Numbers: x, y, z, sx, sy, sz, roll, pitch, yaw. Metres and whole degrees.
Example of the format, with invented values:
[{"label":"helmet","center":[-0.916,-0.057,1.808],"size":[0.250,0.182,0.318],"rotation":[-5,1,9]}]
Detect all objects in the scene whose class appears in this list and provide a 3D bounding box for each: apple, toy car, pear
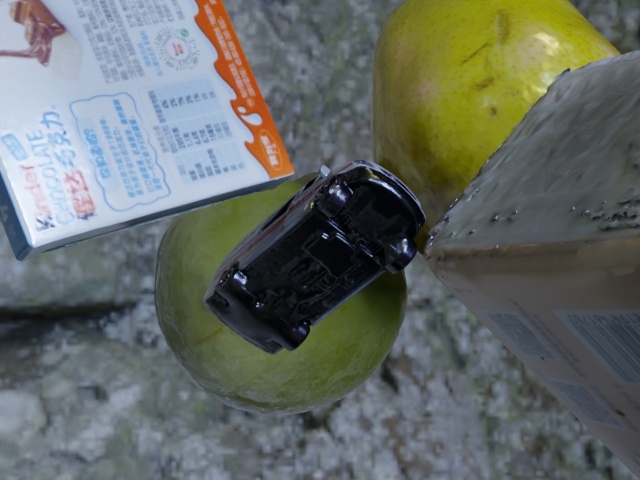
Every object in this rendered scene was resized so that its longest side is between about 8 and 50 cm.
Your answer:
[{"label":"apple","center":[-0.041,0.050,1.320],"size":[0.254,0.292,0.292],"rotation":[-31,-131,34]},{"label":"toy car","center":[0.000,0.000,0.940],"size":[0.209,0.089,0.108],"rotation":[-40,-163,35]},{"label":"pear","center":[0.187,-0.114,1.157],"size":[0.285,0.284,0.336],"rotation":[100,-8,-48]}]

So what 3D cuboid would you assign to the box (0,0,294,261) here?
[{"label":"box","center":[-0.185,-0.143,0.998],"size":[0.048,0.264,0.273],"rotation":[-31,-101,53]}]

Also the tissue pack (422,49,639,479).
[{"label":"tissue pack","center":[0.248,0.030,0.538],"size":[0.238,0.305,0.238],"rotation":[-42,-165,14]}]
